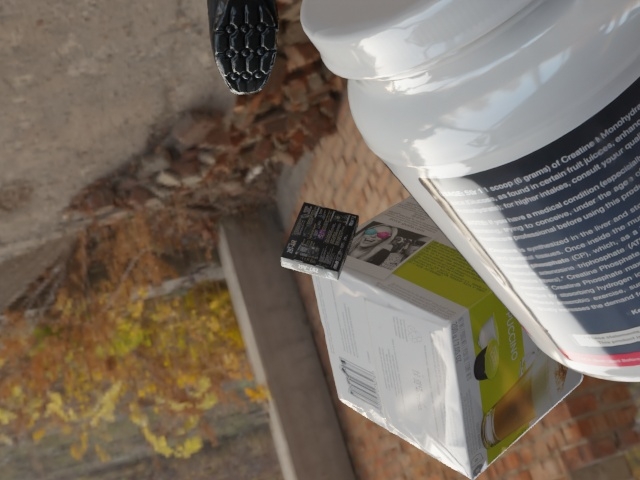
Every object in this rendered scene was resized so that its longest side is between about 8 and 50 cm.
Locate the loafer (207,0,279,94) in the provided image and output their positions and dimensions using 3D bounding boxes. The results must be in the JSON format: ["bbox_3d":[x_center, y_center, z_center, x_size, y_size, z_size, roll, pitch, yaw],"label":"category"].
[{"bbox_3d":[-0.085,-0.267,0.985,0.076,0.078,0.223,-5,121,-4],"label":"loafer"}]

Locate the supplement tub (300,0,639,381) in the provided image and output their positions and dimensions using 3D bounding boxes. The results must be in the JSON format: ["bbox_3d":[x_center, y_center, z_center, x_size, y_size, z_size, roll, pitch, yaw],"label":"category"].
[{"bbox_3d":[0.136,-0.068,0.502,0.191,0.191,0.272,-27,124,26],"label":"supplement tub"}]

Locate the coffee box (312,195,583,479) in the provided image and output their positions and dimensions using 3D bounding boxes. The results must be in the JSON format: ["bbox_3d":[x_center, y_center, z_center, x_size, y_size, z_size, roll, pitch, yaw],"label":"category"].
[{"bbox_3d":[0.235,0.143,1.661,0.334,0.337,0.338,-31,-145,-31],"label":"coffee box"}]

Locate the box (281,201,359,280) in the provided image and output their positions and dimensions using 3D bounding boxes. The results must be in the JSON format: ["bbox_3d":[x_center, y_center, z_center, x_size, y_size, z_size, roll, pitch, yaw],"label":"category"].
[{"bbox_3d":[0.000,0.000,1.029,0.067,0.083,0.018,14,144,9],"label":"box"}]
